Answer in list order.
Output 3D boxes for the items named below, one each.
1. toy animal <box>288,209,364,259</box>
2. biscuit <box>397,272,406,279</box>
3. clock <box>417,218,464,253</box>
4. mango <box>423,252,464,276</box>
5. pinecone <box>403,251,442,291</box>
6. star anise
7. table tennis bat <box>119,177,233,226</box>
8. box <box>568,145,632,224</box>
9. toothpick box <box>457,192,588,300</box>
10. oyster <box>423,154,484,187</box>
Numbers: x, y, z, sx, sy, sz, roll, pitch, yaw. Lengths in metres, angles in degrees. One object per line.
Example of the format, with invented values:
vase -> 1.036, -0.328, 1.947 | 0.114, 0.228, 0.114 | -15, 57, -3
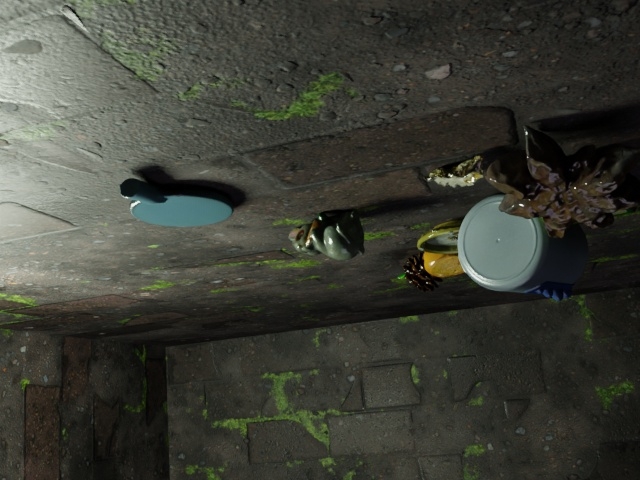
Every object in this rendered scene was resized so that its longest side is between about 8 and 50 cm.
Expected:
toy animal -> -0.001, 0.003, 1.688 | 0.236, 0.138, 0.108 | -21, -167, 37
biscuit -> 0.326, 0.133, 2.540 | 0.046, 0.016, 0.089 | 1, 165, -24
clock -> 0.385, -0.017, 1.885 | 0.237, 0.057, 0.237 | -4, 164, -1
mango -> 0.417, 0.051, 2.082 | 0.217, 0.102, 0.141 | 0, 146, -22
pinecone -> 0.341, 0.096, 2.191 | 0.140, 0.140, 0.121 | 10, 127, -46
star anise -> 0.475, -0.111, 1.281 | 0.315, 0.108, 0.315 | 16, 152, 9
table tennis bat -> -0.313, -0.076, 1.428 | 0.215, 0.044, 0.329 | -8, 168, 17
box -> 0.583, -0.113, 1.479 | 0.180, 0.103, 0.250 | -14, 161, 29
toothpick box -> 0.540, 0.032, 1.715 | 0.263, 0.263, 0.354 | -17, 163, 39
oyster -> 0.275, -0.134, 1.396 | 0.121, 0.045, 0.146 | -10, 173, 7
